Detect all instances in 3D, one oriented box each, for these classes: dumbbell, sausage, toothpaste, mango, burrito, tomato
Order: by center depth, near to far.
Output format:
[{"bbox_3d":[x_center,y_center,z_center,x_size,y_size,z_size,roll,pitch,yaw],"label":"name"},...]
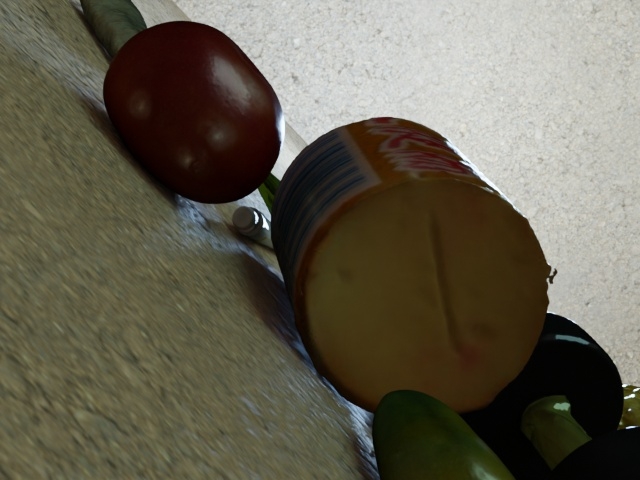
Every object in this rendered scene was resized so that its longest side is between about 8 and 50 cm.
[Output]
[{"bbox_3d":[0.104,0.193,1.093,0.137,0.091,0.237,53,4,-13],"label":"mango"},{"bbox_3d":[-0.115,-0.123,1.351,0.195,0.136,0.195,48,6,-6],"label":"tomato"},{"bbox_3d":[0.073,0.016,1.366,0.233,0.233,0.287,46,5,-15],"label":"sausage"},{"bbox_3d":[0.259,0.228,1.447,0.204,0.204,0.322,45,6,-29],"label":"dumbbell"},{"bbox_3d":[-0.063,-0.011,1.544,0.048,0.031,0.190,46,2,13],"label":"toothpaste"},{"bbox_3d":[-0.236,-0.249,1.723,0.082,0.059,0.275,34,13,-38],"label":"burrito"}]

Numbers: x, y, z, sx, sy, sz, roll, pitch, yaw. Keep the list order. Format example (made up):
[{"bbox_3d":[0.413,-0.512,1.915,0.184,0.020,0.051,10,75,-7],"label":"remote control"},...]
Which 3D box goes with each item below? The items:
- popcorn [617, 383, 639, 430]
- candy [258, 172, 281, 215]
[{"bbox_3d":[0.351,0.291,1.721,0.190,0.250,0.250,10,-21,38],"label":"popcorn"},{"bbox_3d":[0.000,0.000,1.744,0.149,0.069,0.246,45,8,34],"label":"candy"}]
